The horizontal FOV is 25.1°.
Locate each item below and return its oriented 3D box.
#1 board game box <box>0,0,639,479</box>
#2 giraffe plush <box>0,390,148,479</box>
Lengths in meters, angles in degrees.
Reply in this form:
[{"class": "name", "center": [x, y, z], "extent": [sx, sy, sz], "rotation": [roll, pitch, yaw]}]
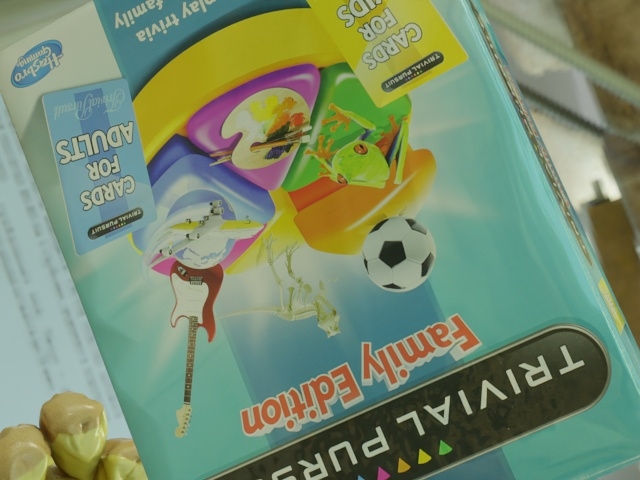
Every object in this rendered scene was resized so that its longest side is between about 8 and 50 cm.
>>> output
[{"class": "board game box", "center": [0.000, 0.000, 0.759], "extent": [0.336, 0.254, 0.079], "rotation": [67, 16, 12]}, {"class": "giraffe plush", "center": [-0.248, 0.235, 1.300], "extent": [0.170, 0.181, 0.210], "rotation": [13, -45, 55]}]
